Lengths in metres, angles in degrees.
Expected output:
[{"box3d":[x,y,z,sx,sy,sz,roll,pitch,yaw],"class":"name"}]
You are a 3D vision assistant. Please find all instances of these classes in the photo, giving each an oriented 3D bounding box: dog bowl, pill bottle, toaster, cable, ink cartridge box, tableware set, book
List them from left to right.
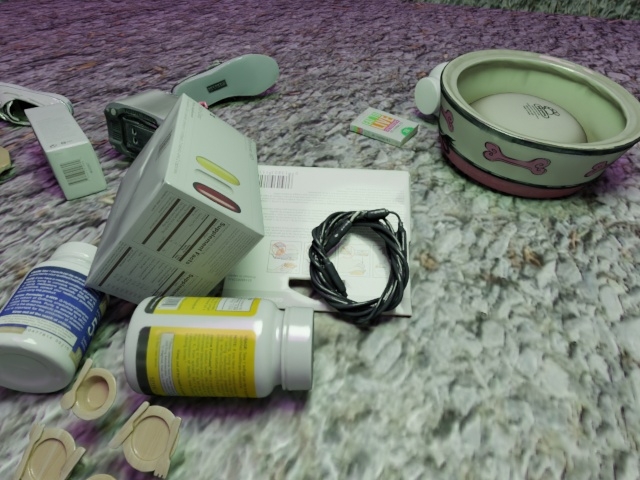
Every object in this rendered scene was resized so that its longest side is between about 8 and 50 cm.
[{"box3d":[-0.351,0.092,0.570,0.112,0.111,0.186,0,41,0],"class":"pill bottle"},{"box3d":[-0.237,0.220,0.452,0.169,0.020,0.141,24,73,19],"class":"tableware set"},{"box3d":[-0.346,-0.248,0.955,0.227,0.129,0.146,21,42,11],"class":"toaster"},{"box3d":[-0.113,0.129,0.524,0.209,0.119,0.119,1,41,1],"class":"pill bottle"},{"box3d":[0.000,0.000,0.720,0.297,0.066,0.260,3,66,3],"class":"ink cartridge box"},{"box3d":[0.055,0.032,0.641,0.151,0.047,0.184,4,66,4],"class":"cable"},{"box3d":[0.160,-0.285,1.083,0.144,0.035,0.096,26,50,25],"class":"book"},{"box3d":[0.383,-0.405,1.135,0.264,0.146,0.146,-19,44,-20],"class":"pill bottle"},{"box3d":[0.445,-0.255,0.927,0.409,0.150,0.407,2,47,-3],"class":"dog bowl"}]

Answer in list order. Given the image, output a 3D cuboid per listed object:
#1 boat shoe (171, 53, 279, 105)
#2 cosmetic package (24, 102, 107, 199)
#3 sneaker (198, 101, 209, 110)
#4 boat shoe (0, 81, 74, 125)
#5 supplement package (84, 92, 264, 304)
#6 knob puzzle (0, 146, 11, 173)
[{"box3d":[-0.271,-0.451,1.213,0.307,0.113,0.105,-28,40,-8],"class":"boat shoe"},{"box3d":[-0.538,-0.193,0.902,0.086,0.117,0.231,-24,47,-27],"class":"cosmetic package"},{"box3d":[-0.302,-0.315,1.092,0.047,0.057,0.119,-6,42,-10],"class":"sneaker"},{"box3d":[-0.774,-0.343,1.089,0.259,0.095,0.084,4,36,5],"class":"boat shoe"},{"box3d":[-0.208,-0.056,0.647,0.145,0.204,0.261,31,28,-33],"class":"supplement package"},{"box3d":[-0.756,-0.151,0.914,0.214,0.029,0.213,0,41,0],"class":"knob puzzle"}]
